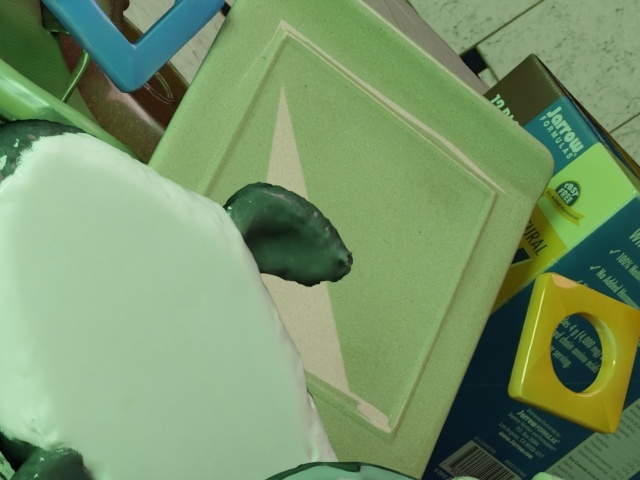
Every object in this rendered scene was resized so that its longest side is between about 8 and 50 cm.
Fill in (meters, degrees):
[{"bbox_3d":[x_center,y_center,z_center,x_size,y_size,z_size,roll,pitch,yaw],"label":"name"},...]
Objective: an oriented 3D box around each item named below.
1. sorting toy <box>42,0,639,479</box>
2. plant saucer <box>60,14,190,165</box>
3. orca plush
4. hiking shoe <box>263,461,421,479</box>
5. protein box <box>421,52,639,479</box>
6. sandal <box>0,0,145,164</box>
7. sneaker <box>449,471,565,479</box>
[{"bbox_3d":[0.000,0.000,0.780,0.348,0.196,0.047,36,-21,-23],"label":"sorting toy"},{"bbox_3d":[-0.108,-0.088,0.994,0.168,0.029,0.168,46,12,-13],"label":"plant saucer"},{"bbox_3d":[-0.052,0.053,0.617,0.102,0.151,0.287,18,-11,45],"label":"orca plush"},{"bbox_3d":[0.070,0.164,0.582,0.132,0.113,0.304,20,-12,45],"label":"hiking shoe"},{"bbox_3d":[0.118,0.049,0.967,0.200,0.201,0.136,39,16,-39],"label":"protein box"},{"bbox_3d":[-0.148,-0.134,0.850,0.120,0.086,0.303,38,18,-42],"label":"sandal"},{"bbox_3d":[0.124,0.170,0.861,0.252,0.103,0.111,33,22,-54],"label":"sneaker"}]
